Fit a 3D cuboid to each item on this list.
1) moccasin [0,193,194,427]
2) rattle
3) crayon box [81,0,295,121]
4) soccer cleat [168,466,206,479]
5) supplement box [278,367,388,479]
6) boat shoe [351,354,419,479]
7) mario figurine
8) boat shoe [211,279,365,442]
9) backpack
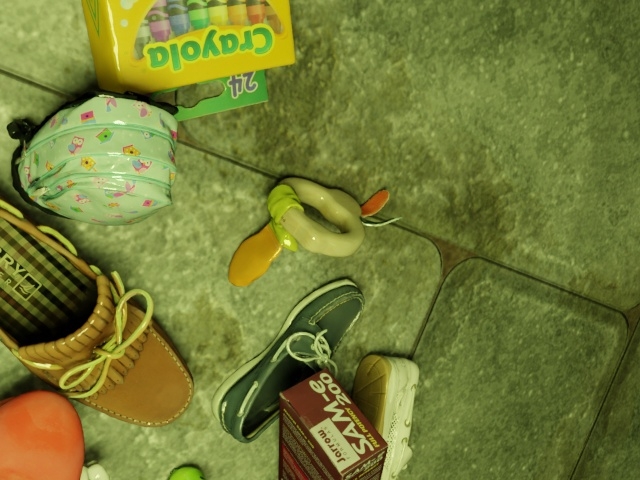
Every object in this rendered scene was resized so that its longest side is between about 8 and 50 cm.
[{"bbox_3d":[-0.258,0.074,0.855,0.139,0.147,0.380,-43,124,-16],"label":"moccasin"},{"bbox_3d":[0.000,0.000,1.053,0.199,0.130,0.143,-12,126,-58],"label":"rattle"},{"bbox_3d":[-0.140,-0.277,0.857,0.203,0.083,0.323,-18,115,-27],"label":"crayon box"},{"bbox_3d":[-0.190,0.371,1.045,0.060,0.072,0.179,22,93,-36],"label":"soccer cleat"},{"bbox_3d":[0.009,0.284,1.057,0.073,0.130,0.239,-27,146,-24],"label":"supplement box"},{"bbox_3d":[0.089,0.300,1.190,0.096,0.098,0.277,7,100,-34],"label":"boat shoe"},{"bbox_3d":[-0.360,0.281,0.886,0.320,0.170,0.198,-54,164,12],"label":"mario figurine"},{"bbox_3d":[-0.029,0.154,1.075,0.254,0.079,0.095,-40,124,-16],"label":"boat shoe"},{"bbox_3d":[-0.206,-0.076,0.810,0.152,0.182,0.115,0,80,-37],"label":"backpack"}]
